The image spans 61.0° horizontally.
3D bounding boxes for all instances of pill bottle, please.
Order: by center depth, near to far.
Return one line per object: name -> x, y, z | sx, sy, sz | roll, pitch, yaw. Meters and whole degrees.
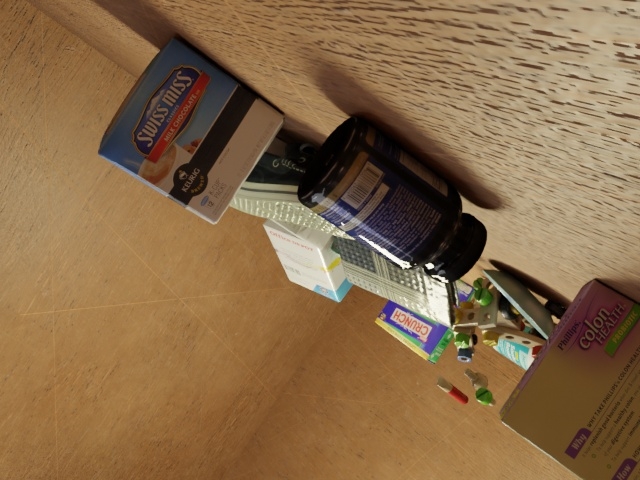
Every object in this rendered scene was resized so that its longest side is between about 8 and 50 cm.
pill bottle -> 0.092, -0.041, 0.663 | 0.219, 0.123, 0.123 | 33, -179, -16
pill bottle -> 0.600, 0.293, 1.506 | 0.146, 0.146, 0.264 | 33, -179, -22

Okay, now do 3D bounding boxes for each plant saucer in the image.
plant saucer -> 0.397, 0.118, 1.062 | 0.195, 0.037, 0.195 | 46, -171, -9

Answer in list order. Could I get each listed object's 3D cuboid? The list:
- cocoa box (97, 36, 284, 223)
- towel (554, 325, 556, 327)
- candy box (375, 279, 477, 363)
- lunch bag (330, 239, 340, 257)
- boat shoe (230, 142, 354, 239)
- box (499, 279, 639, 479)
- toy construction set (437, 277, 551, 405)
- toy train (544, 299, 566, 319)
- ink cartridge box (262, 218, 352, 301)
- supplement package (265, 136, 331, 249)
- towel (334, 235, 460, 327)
cocoa box -> -0.263, -0.212, 1.039 | 0.228, 0.231, 0.347 | 33, -179, -25
towel -> 0.622, 0.267, 1.026 | 0.325, 0.038, 0.248 | 31, 174, -14
candy box -> 0.404, 0.260, 2.067 | 0.268, 0.317, 0.122 | 33, -179, 37
lunch bag -> 0.197, 0.042, 1.457 | 0.262, 0.160, 0.223 | 23, 174, 33
boat shoe -> -0.030, -0.114, 1.099 | 0.500, 0.156, 0.187 | 15, 166, 40
box -> 0.388, 0.207, 0.679 | 0.243, 0.213, 0.117 | 33, 180, 20
toy construction set -> 0.370, 0.221, 1.282 | 0.237, 0.309, 0.257 | 39, 169, -37
toy train -> 0.493, 0.158, 1.081 | 0.158, 0.027, 0.036 | 33, -176, -31
ink cartridge box -> 0.000, 0.000, 1.575 | 0.198, 0.197, 0.270 | 21, 150, 31
supplement package -> -0.091, -0.136, 1.355 | 0.293, 0.177, 0.175 | 33, -179, 25
towel -> 0.161, 0.034, 1.212 | 0.324, 0.056, 0.312 | 23, 145, 37
